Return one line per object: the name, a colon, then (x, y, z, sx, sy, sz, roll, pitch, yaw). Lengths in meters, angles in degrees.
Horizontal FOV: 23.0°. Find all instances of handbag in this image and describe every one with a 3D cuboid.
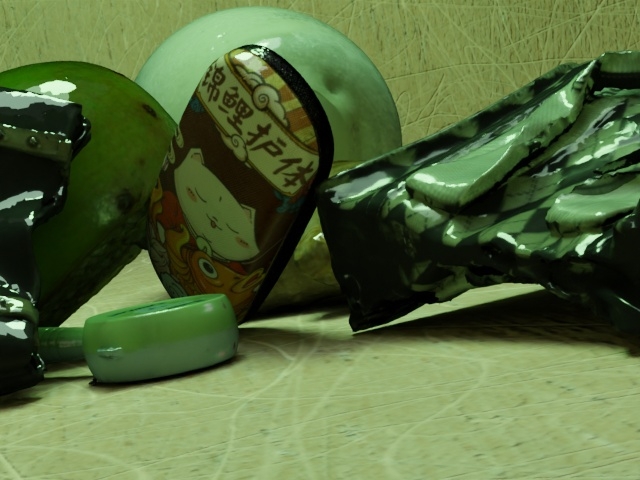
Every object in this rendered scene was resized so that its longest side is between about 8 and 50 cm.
handbag: (-0.334, 0.001, 1.225, 0.288, 0.342, 0.152, -2, -35, 8)
handbag: (0.210, -0.029, 1.079, 0.316, 0.180, 0.416, -21, 13, -28)

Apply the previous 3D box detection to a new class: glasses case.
glasses case: (-0.072, -0.034, 1.285, 0.082, 0.122, 0.321, -27, -19, -31)

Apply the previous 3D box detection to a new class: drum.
drum: (-0.181, 0.082, 1.206, 0.253, 0.049, 0.130, -9, 3, 25)

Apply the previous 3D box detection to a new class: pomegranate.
pomegranate: (-0.291, -0.029, 1.447, 0.358, 0.216, 0.310, -36, -4, -32)

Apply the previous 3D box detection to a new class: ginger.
ginger: (0.000, 0.000, 1.447, 0.275, 0.130, 0.221, -18, 16, 9)

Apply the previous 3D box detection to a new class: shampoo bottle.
shampoo bottle: (-0.066, -0.111, 1.831, 0.322, 0.322, 0.317, -11, 10, -22)
